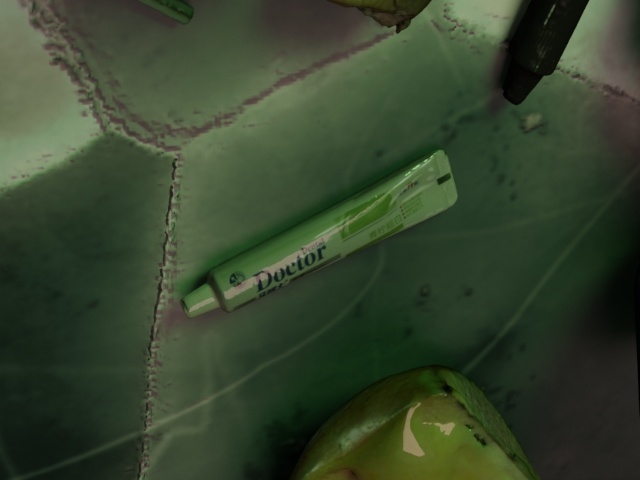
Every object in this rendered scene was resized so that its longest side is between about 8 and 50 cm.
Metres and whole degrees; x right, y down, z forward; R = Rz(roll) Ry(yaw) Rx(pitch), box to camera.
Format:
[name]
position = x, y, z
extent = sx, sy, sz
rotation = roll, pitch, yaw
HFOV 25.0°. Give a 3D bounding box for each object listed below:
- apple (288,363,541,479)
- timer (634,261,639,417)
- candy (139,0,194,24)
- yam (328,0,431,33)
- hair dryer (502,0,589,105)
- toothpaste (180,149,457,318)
[apple]
position = 0.066, 0.188, 1.038
extent = 0.193, 0.120, 0.265
rotation = -30, 129, 15
[timer]
position = 0.307, -0.045, 0.924
extent = 0.270, 0.270, 0.384
rotation = -23, 115, -9
[candy]
position = -0.171, -0.176, 0.709
extent = 0.305, 0.083, 0.091
rotation = 22, 95, -44
[yam]
position = 0.124, -0.269, 0.765
extent = 0.083, 0.083, 0.371
rotation = 27, 108, -36
[hair dryer]
position = 0.161, -0.172, 0.838
extent = 0.070, 0.114, 0.248
rotation = 12, 125, -21
[toothpaste]
position = 0.000, 0.000, 0.928
extent = 0.197, 0.029, 0.048
rotation = -27, 130, -9
